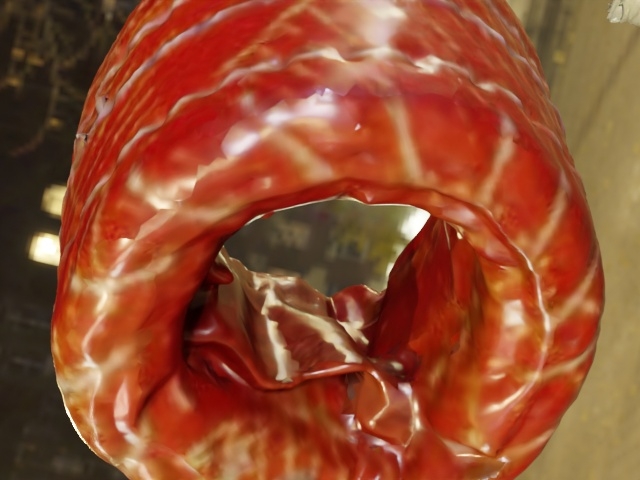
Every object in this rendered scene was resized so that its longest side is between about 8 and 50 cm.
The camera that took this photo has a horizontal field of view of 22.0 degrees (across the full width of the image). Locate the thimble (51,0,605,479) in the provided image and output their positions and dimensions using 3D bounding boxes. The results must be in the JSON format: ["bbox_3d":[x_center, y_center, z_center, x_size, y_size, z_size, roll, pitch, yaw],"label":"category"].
[{"bbox_3d":[0.000,0.000,1.019,0.231,0.350,0.350,-100,16,-53],"label":"thimble"}]

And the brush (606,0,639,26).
[{"bbox_3d":[0.176,-0.152,0.513,0.314,0.090,0.017,109,172,-59],"label":"brush"}]
